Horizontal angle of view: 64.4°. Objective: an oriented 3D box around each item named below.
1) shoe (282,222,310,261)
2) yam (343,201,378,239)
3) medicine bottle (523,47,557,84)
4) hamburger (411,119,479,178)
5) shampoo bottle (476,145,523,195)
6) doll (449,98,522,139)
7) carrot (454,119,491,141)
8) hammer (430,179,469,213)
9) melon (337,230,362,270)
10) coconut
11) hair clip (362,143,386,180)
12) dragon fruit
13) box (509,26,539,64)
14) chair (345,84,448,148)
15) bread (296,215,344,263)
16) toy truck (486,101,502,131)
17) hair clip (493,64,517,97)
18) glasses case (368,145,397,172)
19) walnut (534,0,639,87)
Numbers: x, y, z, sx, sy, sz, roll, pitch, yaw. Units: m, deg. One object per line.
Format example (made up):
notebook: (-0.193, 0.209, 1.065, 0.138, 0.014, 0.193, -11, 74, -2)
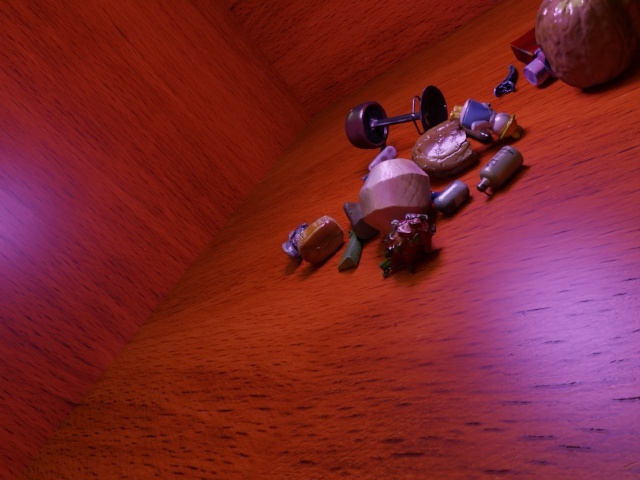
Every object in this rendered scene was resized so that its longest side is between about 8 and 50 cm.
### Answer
shoe: (-0.076, 0.001, 2.123, 0.125, 0.099, 0.227, -35, 17, 22)
yam: (0.152, -0.090, 1.916, 0.106, 0.106, 0.259, -37, 23, 10)
medicine bottle: (0.839, -0.655, 1.843, 0.188, 0.119, 0.094, -38, 21, 7)
hamburger: (0.436, -0.325, 1.858, 0.211, 0.132, 0.309, -31, 25, 13)
shampoo bottle: (0.530, -0.206, 1.526, 0.162, 0.079, 0.079, -43, 21, -9)
doll: (0.563, -0.407, 1.715, 0.099, 0.241, 0.135, -69, -13, 19)
carrot: (0.570, -0.428, 1.932, 0.070, 0.070, 0.342, -36, 23, 12)
hammer: (0.401, -0.142, 1.658, 0.116, 0.069, 0.194, -43, 13, -4)
melon: (0.108, 0.034, 1.846, 0.114, 0.053, 0.262, -51, 11, 26)
coconut: (0.248, -0.131, 1.676, 0.259, 0.259, 0.259, -34, 21, 16)
hair clip: (0.261, -0.352, 2.337, 0.039, 0.070, 0.229, -7, 46, 57)
dragon fruit: (0.249, 0.025, 1.501, 0.236, 0.135, 0.137, -57, 15, 17)
box: (0.912, -0.796, 2.047, 0.197, 0.089, 0.313, -31, 22, 18)
chair: (0.322, -0.522, 2.208, 0.401, 0.226, 0.226, 0, 43, 42)
bread: (0.000, 0.000, 1.950, 0.190, 0.132, 0.114, -44, 20, 1)
toy truck: (0.618, -0.430, 1.841, 0.078, 0.080, 0.154, -49, 14, 31)
hair clip: (0.783, -0.670, 2.096, 0.083, 0.048, 0.275, -23, 22, 42)
glasses case: (0.282, -0.358, 2.284, 0.164, 0.063, 0.041, -46, 19, -17)
walnut: (0.822, -0.656, 1.564, 0.306, 0.344, 0.306, -26, 31, 17)
